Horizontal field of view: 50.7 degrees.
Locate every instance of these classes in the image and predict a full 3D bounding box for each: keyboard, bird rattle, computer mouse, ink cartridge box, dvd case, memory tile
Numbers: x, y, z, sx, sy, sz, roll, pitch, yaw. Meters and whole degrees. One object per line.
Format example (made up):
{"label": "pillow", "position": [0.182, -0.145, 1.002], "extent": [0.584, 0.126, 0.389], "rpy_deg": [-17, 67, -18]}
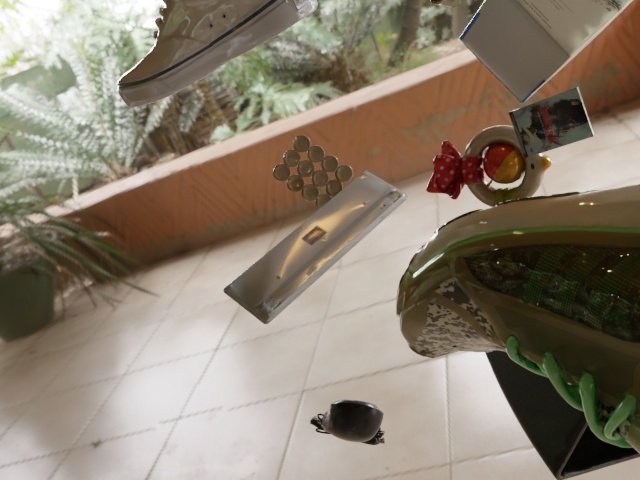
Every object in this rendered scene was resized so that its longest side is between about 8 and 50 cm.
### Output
{"label": "keyboard", "position": [0.000, 0.000, 0.810], "extent": [0.072, 0.014, 0.256], "rpy_deg": [30, 57, 32]}
{"label": "bird rattle", "position": [0.347, -0.134, 1.349], "extent": [0.143, 0.253, 0.207], "rpy_deg": [-10, -39, -46]}
{"label": "computer mouse", "position": [0.072, 0.428, 1.538], "extent": [0.188, 0.272, 0.072], "rpy_deg": [11, 64, 0]}
{"label": "ink cartridge box", "position": [0.396, -0.394, 1.154], "extent": [0.232, 0.168, 0.171], "rpy_deg": [-41, -5, -17]}
{"label": "dvd case", "position": [0.389, -0.198, 1.144], "extent": [0.119, 0.087, 0.013], "rpy_deg": [-16, 10, 35]}
{"label": "memory tile", "position": [-0.016, -0.140, 1.416], "extent": [0.113, 0.148, 0.012], "rpy_deg": [-57, 15, -2]}

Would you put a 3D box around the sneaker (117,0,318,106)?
{"label": "sneaker", "position": [-0.120, -0.214, 0.668], "extent": [0.258, 0.091, 0.094], "rpy_deg": [-19, 22, 34]}

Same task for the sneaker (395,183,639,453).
{"label": "sneaker", "position": [0.187, 0.067, 0.413], "extent": [0.410, 0.158, 0.182], "rpy_deg": [-23, 55, 54]}

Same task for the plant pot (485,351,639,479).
{"label": "plant pot", "position": [0.281, 0.103, 0.696], "extent": [0.187, 0.188, 0.167], "rpy_deg": [-1, 29, -31]}

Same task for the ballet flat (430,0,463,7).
{"label": "ballet flat", "position": [0.200, -0.390, 0.960], "extent": [0.052, 0.057, 0.168], "rpy_deg": [-5, -22, -12]}
